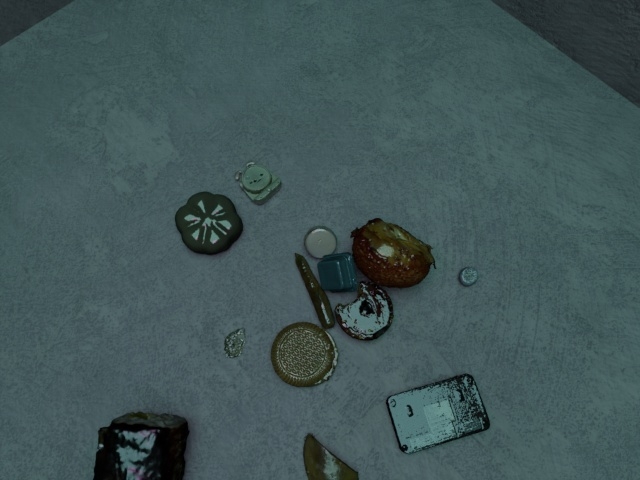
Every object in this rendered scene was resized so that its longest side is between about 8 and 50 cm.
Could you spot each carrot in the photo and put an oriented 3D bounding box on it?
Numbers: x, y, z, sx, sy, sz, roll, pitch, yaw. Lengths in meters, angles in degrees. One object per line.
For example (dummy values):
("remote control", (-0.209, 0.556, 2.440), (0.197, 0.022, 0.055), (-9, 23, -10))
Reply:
("carrot", (-0.025, 0.193, 1.831), (0.070, 0.070, 0.343), (-22, 72, -10))

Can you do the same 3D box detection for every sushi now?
("sushi", (-0.592, 0.729, 1.497), (0.281, 0.299, 0.295), (1, 72, 14))

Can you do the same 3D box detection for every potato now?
("potato", (0.014, 0.810, 1.601), (0.243, 0.098, 0.138), (36, 75, 11))

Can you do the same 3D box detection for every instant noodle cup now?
("instant noodle cup", (0.058, 0.131, 1.780), (0.070, 0.179, 0.157), (-10, 90, -40))

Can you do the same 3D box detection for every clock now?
("clock", (-0.278, -0.261, 1.978), (0.191, 0.062, 0.151), (42, 74, 12))

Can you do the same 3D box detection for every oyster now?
("oyster", (-0.329, 0.397, 1.758), (0.098, 0.037, 0.100), (-17, 73, -8))

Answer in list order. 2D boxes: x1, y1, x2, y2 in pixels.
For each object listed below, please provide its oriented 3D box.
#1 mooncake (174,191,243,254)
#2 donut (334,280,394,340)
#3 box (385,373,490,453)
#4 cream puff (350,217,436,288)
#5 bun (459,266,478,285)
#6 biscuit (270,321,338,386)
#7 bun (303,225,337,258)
("mooncake", (-0.460, -0.072, 1.869), (0.274, 0.135, 0.275), (1, 74, -5))
("donut", (0.176, 0.283, 1.791), (0.216, 0.096, 0.230), (34, 73, 7))
("box", (0.436, 0.642, 1.697), (0.349, 0.058, 0.212), (-15, 73, -7))
("cream puff", (0.261, 0.063, 1.775), (0.350, 0.350, 0.229), (34, 112, 9))
("bun", (0.611, 0.149, 1.882), (0.083, 0.045, 0.083), (0, 73, 0))
("biscuit", (-0.060, 0.435, 1.736), (0.258, 0.079, 0.259), (1, 69, -2))
("bun", (0.000, 0.000, 1.886), (0.138, 0.094, 0.138), (0, 107, 0))
